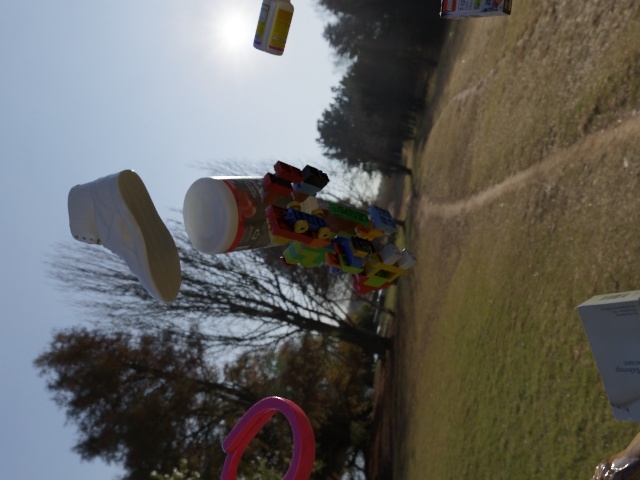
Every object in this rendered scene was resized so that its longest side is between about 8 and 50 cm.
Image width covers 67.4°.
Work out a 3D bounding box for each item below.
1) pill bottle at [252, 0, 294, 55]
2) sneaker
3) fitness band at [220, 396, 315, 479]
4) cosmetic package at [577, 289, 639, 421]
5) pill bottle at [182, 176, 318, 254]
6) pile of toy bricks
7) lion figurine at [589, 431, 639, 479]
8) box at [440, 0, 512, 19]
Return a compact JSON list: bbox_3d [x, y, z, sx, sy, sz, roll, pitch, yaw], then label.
[{"bbox_3d":[-0.060,-0.292,0.635,0.043,0.043,0.083,-65,-6,-66],"label":"pill bottle"},{"bbox_3d":[-0.416,0.004,1.014,0.108,0.169,0.292,-57,-45,-62],"label":"sneaker"},{"bbox_3d":[-0.123,0.465,1.010,0.291,0.054,0.209,-53,40,14],"label":"fitness band"},{"bbox_3d":[0.797,0.290,1.215,0.160,0.113,0.309,-24,82,54],"label":"cosmetic package"},{"bbox_3d":[-0.155,-0.068,1.172,0.318,0.176,0.176,-9,-62,-50],"label":"pill bottle"},{"bbox_3d":[0.000,0.000,0.554,0.105,0.212,0.118,-42,51,29],"label":"pile of toy bricks"},{"bbox_3d":[0.535,0.316,0.721,0.142,0.240,0.392,-129,37,-56],"label":"lion figurine"},{"bbox_3d":[0.266,-0.479,0.787,0.036,0.114,0.207,-15,-67,-47],"label":"box"}]
